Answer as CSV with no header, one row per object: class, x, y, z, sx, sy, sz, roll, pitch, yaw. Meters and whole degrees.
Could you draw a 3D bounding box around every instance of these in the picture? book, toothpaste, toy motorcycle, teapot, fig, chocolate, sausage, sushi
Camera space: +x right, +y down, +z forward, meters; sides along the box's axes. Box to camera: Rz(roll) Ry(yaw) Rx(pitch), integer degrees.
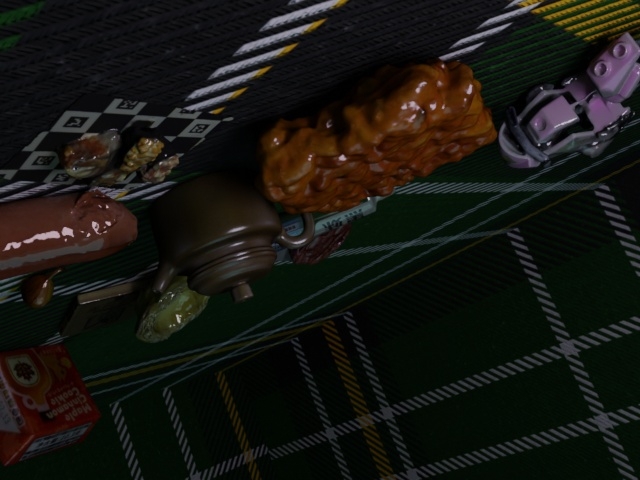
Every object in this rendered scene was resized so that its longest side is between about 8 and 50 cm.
book,-0.439,0.139,1.394,0.161,0.026,0.231,-13,165,-34
toothpaste,-0.044,-0.028,1.275,0.392,0.061,0.098,-22,143,3
toy motorcycle,0.411,-0.212,1.106,0.188,0.143,0.327,-14,158,-33
teapot,-0.132,0.005,1.016,0.268,0.175,0.185,-18,169,-16
fig,-0.437,0.070,1.072,0.083,0.050,0.050,-42,164,9
chocolate,-0.628,0.349,1.498,0.108,0.234,0.237,-37,164,16
sausage,-0.408,0.010,0.752,0.419,0.094,0.094,-14,-153,-36
sushi,-0.224,-0.088,0.766,0.193,0.040,0.210,-29,166,30

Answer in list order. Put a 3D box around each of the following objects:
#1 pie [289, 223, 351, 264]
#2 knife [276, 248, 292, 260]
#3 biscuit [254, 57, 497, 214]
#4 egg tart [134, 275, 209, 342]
pie,0.000,0.000,1.456,0.154,0.038,0.153,-32,157,-15
knife,-0.062,0.014,1.486,0.073,0.040,0.266,-41,160,25
biscuit,0.075,-0.135,0.924,0.312,0.110,0.318,-24,167,18
egg tart,-0.297,0.121,1.328,0.197,0.078,0.197,-44,162,-19
